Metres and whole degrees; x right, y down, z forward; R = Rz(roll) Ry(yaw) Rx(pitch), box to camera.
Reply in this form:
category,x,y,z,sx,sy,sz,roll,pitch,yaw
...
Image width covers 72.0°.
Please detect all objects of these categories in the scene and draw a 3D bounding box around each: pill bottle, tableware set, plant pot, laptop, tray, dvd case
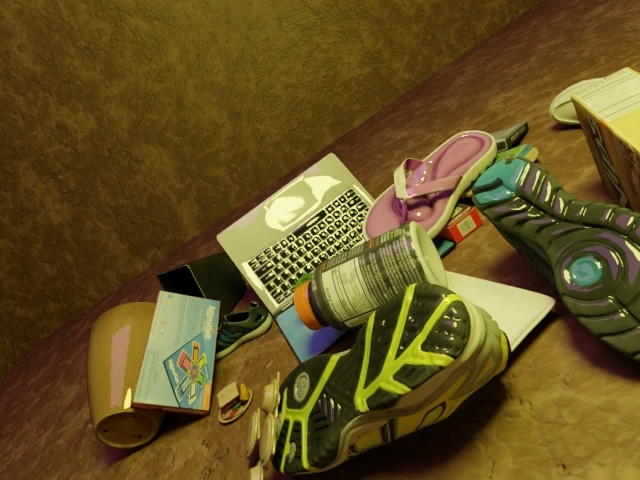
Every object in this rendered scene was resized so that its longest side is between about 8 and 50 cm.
category,x,y,z,sx,sy,sz,roll,pitch,yaw
pill bottle,0.075,0.073,0.742,0.245,0.130,0.130,-26,21,25
tableware set,-0.082,0.278,0.619,0.141,0.020,0.169,-102,29,-59
plant pot,-0.337,0.134,1.311,0.188,0.187,0.167,-17,13,41
laptop,0.000,0.000,0.991,0.382,0.408,0.236,-37,-14,-8
tray,0.205,0.115,0.672,0.145,0.030,0.270,-39,20,-16
plant pot,-0.410,0.307,0.971,0.237,0.237,0.254,-32,33,7
dvd case,0.396,-0.237,1.146,0.238,0.030,0.179,-13,16,46

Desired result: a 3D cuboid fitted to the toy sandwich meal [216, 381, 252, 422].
category,x,y,z,sx,sy,sz,roll,pitch,yaw
toy sandwich meal,-0.166,0.303,0.831,0.085,0.029,0.085,-30,20,12

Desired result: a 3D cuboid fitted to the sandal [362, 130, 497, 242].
category,x,y,z,sx,sy,sz,roll,pitch,yaw
sandal,0.221,-0.132,0.922,0.169,0.102,0.416,18,52,40

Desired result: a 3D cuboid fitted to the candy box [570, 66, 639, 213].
category,x,y,z,sx,sy,sz,roll,pitch,yaw
candy box,0.430,-0.091,0.559,0.087,0.183,0.316,-24,22,25

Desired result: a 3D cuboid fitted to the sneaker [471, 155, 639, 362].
category,x,y,z,sx,sy,sz,roll,pitch,yaw
sneaker,0.335,0.016,0.550,0.125,0.139,0.341,-43,38,19

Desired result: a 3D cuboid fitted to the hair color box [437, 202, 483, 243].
category,x,y,z,sx,sy,sz,roll,pitch,yaw
hair color box,0.266,-0.044,0.927,0.072,0.043,0.141,-37,19,-6

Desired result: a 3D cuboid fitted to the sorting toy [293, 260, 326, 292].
category,x,y,z,sx,sy,sz,roll,pitch,yaw
sorting toy,-0.002,0.086,0.887,0.102,0.042,0.061,-37,30,9

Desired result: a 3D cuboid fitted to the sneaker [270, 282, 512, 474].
category,x,y,z,sx,sy,sz,roll,pitch,yaw
sneaker,0.067,0.205,0.553,0.384,0.147,0.145,-42,36,36

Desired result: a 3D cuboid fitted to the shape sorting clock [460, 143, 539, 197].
category,x,y,z,sx,sy,sz,roll,pitch,yaw
shape sorting clock,0.384,-0.150,0.988,0.206,0.040,0.206,-34,13,9

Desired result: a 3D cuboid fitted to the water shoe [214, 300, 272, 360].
category,x,y,z,sx,sy,sz,roll,pitch,yaw
water shoe,-0.213,0.211,1.050,0.203,0.080,0.073,-31,19,10

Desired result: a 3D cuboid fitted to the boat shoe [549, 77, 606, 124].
category,x,y,z,sx,sy,sz,roll,pitch,yaw
boat shoe,0.580,-0.280,0.897,0.084,0.095,0.258,-38,18,-23

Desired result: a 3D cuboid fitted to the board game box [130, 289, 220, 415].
category,x,y,z,sx,sy,sz,roll,pitch,yaw
board game box,-0.300,0.231,0.947,0.281,0.145,0.027,-98,26,-49
